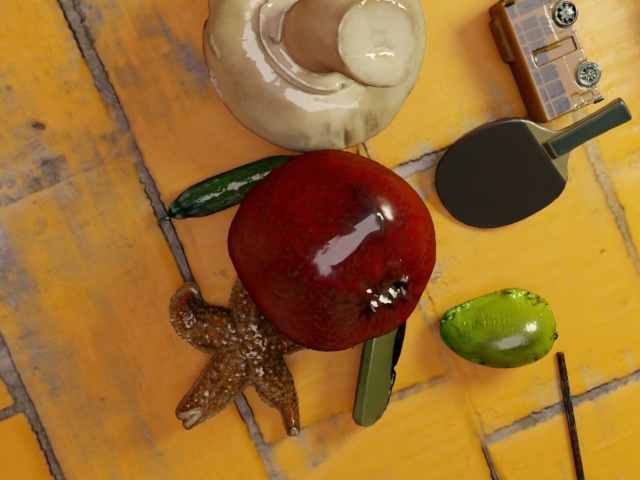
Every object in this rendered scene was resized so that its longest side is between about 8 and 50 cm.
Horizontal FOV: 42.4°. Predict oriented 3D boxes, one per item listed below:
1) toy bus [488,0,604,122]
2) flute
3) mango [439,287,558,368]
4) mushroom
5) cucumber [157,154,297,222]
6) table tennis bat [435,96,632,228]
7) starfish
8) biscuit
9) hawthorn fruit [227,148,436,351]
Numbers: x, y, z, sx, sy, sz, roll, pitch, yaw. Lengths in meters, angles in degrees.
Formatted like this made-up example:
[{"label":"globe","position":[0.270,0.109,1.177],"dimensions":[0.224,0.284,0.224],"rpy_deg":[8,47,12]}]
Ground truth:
[{"label":"toy bus","position":[0.326,-0.281,1.216],"dimensions":[0.114,0.098,0.201],"rpy_deg":[-24,100,4]},{"label":"flute","position":[0.411,0.309,1.343],"dimensions":[0.014,0.014,0.269],"rpy_deg":[-11,98,0]},{"label":"mango","position":[0.274,0.138,1.276],"dimensions":[0.178,0.100,0.119],"rpy_deg":[-3,62,7]},{"label":"mushroom","position":[0.020,-0.275,1.138],"dimensions":[0.356,0.315,0.315],"rpy_deg":[12,99,32]},{"label":"cucumber","position":[-0.135,-0.081,1.255],"dimensions":[0.250,0.056,0.056],"rpy_deg":[-20,98,0]},{"label":"table tennis bat","position":[0.309,-0.121,1.215],"dimensions":[0.301,0.022,0.173],"rpy_deg":[-30,114,26]},{"label":"starfish","position":[-0.087,0.164,1.266],"dimensions":[0.303,0.113,0.312],"rpy_deg":[-13,95,0]},{"label":"biscuit","position":[0.099,0.131,1.277],"dimensions":[0.038,0.099,0.322],"rpy_deg":[15,101,30]},{"label":"hawthorn fruit","position":[0.000,0.000,1.129],"dimensions":[0.307,0.265,0.265],"rpy_deg":[37,98,36]}]
